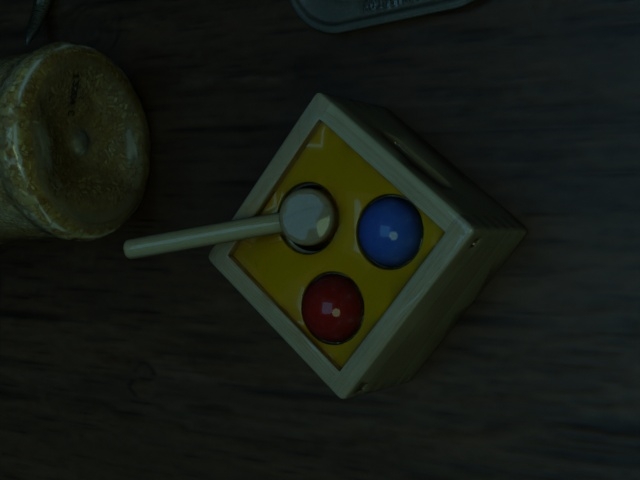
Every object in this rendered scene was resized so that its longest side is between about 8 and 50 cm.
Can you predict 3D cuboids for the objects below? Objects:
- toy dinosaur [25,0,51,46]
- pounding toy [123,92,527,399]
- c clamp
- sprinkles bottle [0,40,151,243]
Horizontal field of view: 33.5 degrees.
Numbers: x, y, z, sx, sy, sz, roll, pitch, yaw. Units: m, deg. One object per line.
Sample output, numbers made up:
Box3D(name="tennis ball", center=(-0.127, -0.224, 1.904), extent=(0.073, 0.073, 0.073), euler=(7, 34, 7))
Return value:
Box3D(name="toy dinosaur", center=(-0.192, -0.286, 0.658), extent=(0.160, 0.121, 0.313), euler=(4, 88, 45))
Box3D(name="pounding toy", center=(0.000, 0.000, 0.551), extent=(0.141, 0.100, 0.130), euler=(44, 111, 24))
Box3D(name="c clamp", center=(0.029, -0.184, 0.578), extent=(0.161, 0.022, 0.137), euler=(2, 91, 32))
Box3D(name="sprinkles bottle", center=(-0.284, -0.051, 0.714), extent=(0.356, 0.121, 0.121), euler=(-3, 89, 31))
